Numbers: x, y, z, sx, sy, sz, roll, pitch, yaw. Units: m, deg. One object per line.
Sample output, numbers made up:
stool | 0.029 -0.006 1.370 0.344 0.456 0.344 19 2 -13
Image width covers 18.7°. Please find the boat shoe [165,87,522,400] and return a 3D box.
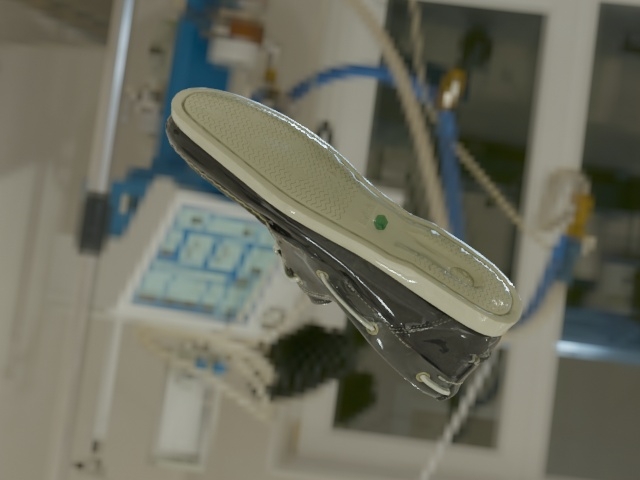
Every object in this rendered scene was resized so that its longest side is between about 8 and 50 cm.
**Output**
boat shoe | 0.000 0.000 1.105 0.233 0.079 0.084 37 -148 6
